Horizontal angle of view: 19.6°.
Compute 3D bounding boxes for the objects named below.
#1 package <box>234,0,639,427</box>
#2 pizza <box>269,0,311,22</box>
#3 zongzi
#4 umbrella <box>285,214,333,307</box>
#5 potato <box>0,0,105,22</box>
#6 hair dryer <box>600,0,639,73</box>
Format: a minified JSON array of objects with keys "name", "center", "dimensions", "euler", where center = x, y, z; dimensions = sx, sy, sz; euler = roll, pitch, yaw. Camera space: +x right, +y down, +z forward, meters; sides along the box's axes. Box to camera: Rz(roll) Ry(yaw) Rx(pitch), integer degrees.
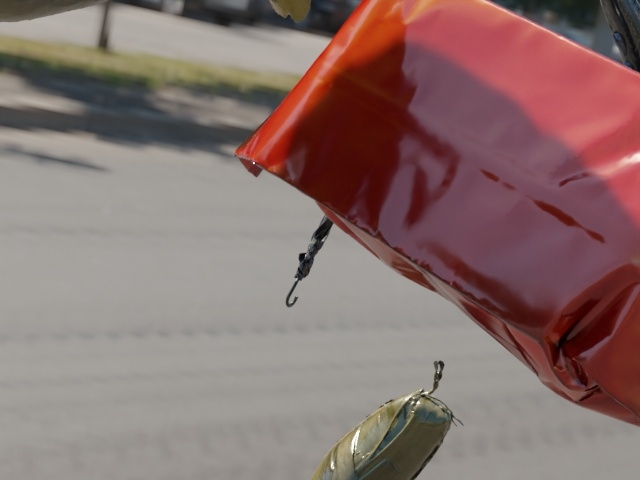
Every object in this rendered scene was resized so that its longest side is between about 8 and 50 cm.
[{"name":"package","center":[0.118,-0.045,1.248],"dimensions":[0.423,0.196,0.123],"euler":[35,-4,38]},{"name":"pizza","center":[-0.126,-0.344,1.675],"dimensions":[0.257,0.268,0.087],"euler":[15,39,22]},{"name":"zongzi","center":[0.053,0.223,1.834],"dimensions":[0.081,0.189,0.178],"euler":[47,34,3]},{"name":"umbrella","center":[-0.001,-0.001,1.516],"dimensions":[0.013,0.122,0.022],"euler":[22,-8,25]},{"name":"potato","center":[-0.166,-0.233,1.206],"dimensions":[0.248,0.169,0.143],"euler":[-28,73,-25]},{"name":"hair dryer","center":[0.234,-0.134,1.481],"dimensions":[0.195,0.219,0.075],"euler":[-28,15,-23]}]
